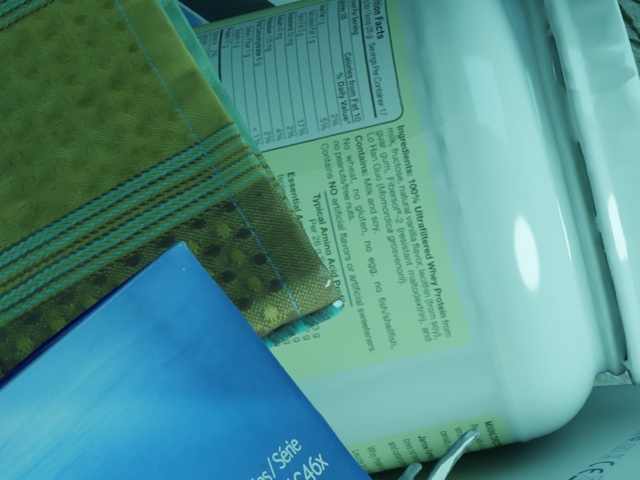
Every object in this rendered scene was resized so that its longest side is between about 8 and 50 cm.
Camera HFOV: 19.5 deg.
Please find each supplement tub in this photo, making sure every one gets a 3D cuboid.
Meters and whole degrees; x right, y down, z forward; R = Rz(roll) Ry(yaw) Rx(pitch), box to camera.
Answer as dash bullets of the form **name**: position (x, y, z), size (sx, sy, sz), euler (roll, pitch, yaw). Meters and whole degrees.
- **supplement tub**: position (0.000, 0.000, 0.905), size (0.325, 0.235, 0.235), euler (-13, 27, 7)

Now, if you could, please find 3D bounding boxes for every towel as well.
- **towel**: position (-0.180, -0.040, 0.816), size (0.370, 0.271, 0.040), euler (58, -6, 37)

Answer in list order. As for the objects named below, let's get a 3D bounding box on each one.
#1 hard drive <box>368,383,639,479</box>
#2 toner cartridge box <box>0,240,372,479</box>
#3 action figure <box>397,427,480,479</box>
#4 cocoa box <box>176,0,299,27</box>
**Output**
- **hard drive**: position (0.107, 0.117, 0.925), size (0.210, 0.318, 0.040), euler (-22, 101, -52)
- **toner cartridge box**: position (-0.094, 0.151, 0.493), size (0.165, 0.075, 0.348), euler (50, 38, -4)
- **action figure**: position (0.048, 0.214, 0.715), size (0.141, 0.164, 0.276), euler (-1, 67, -39)
- **cocoa box**: position (-0.039, -0.164, 1.338), size (0.347, 0.228, 0.231), euler (35, 26, 9)
